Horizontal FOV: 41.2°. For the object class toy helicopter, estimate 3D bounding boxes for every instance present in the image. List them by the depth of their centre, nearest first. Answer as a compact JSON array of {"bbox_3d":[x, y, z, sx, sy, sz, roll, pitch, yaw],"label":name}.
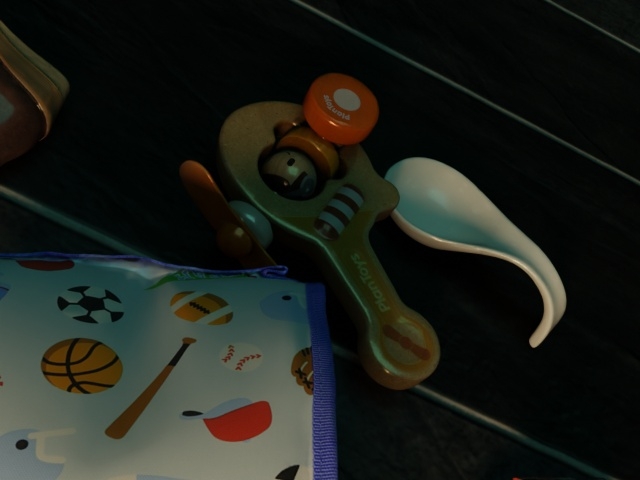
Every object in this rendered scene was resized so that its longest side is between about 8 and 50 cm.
[{"bbox_3d":[0.000,0.000,0.892,0.234,0.140,0.355,-18,68,-34],"label":"toy helicopter"}]

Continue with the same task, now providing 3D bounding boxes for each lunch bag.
[{"bbox_3d":[-0.152,0.184,0.569,0.327,0.239,0.386,4,55,-7],"label":"lunch bag"}]

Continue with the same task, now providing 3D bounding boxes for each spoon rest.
[{"bbox_3d":[0.190,-0.001,1.023,0.276,0.084,0.137,45,48,9],"label":"spoon rest"}]

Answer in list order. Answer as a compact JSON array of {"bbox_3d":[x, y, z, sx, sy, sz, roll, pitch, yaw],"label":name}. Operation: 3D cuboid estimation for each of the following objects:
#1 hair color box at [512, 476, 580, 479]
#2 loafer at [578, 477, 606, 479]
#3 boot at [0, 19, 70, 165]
[{"bbox_3d":[0.216,0.296,0.793,0.071,0.043,0.141,8,84,-23],"label":"hair color box"},{"bbox_3d":[0.228,0.276,0.848,0.170,0.062,0.061,2,60,-25],"label":"loafer"},{"bbox_3d":[-0.392,-0.160,0.836,0.248,0.090,0.207,33,45,-6],"label":"boot"}]
